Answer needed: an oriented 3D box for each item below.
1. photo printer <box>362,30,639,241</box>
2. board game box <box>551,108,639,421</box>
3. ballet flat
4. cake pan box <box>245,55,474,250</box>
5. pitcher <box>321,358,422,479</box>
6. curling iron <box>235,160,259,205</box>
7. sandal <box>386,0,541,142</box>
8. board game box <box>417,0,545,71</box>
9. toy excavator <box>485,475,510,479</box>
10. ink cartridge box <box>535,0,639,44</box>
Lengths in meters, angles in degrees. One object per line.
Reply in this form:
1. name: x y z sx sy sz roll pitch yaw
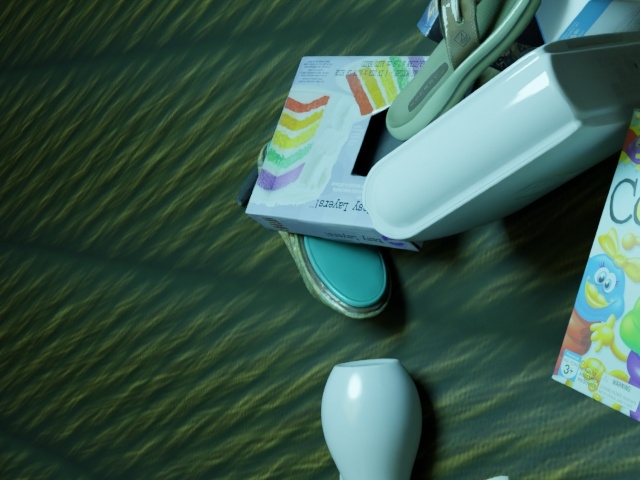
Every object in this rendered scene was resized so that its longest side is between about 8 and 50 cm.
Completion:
1. photo printer: 0.207 -0.100 1.216 0.307 0.256 0.107 -34 77 42
2. board game box: 0.354 0.031 1.087 0.142 0.144 0.275 25 102 51
3. ballet flat: 0.000 0.000 1.581 0.123 0.123 0.348 -54 46 30
4. cake pan box: 0.054 -0.119 1.471 0.267 0.070 0.245 9 75 39
5. pitcher: 0.057 0.257 1.449 0.178 0.126 0.207 174 91 -66
6. curling iron: -0.058 -0.136 1.727 0.274 0.035 0.068 -42 52 38
7. sandal: 0.153 -0.235 1.218 0.302 0.086 0.120 -53 18 21
8. board game box: 0.240 -0.309 1.280 0.243 0.165 0.042 -61 22 25
9. toy excavator: 0.351 0.179 0.913 0.222 0.433 0.445 -81 0 -58
10. ink cartridge box: 0.311 -0.262 1.214 0.090 0.143 0.092 126 138 -55
